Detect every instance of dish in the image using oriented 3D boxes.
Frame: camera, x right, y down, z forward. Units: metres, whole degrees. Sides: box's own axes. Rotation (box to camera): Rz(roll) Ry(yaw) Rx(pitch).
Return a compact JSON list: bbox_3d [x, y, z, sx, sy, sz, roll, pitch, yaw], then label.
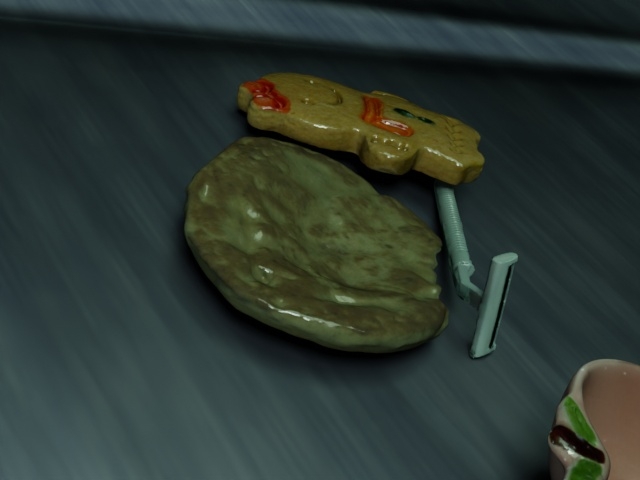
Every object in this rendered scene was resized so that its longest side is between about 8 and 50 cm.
[{"bbox_3d":[0.203,0.179,0.575,0.213,0.090,0.213,18,36,-14],"label":"dish"}]

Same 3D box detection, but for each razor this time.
[{"bbox_3d":[0.112,-0.001,0.785,0.036,0.084,0.211,4,29,-8],"label":"razor"}]

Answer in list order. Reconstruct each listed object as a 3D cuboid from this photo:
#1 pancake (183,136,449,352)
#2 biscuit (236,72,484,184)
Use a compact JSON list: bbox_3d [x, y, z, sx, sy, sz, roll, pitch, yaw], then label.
[{"bbox_3d":[-0.001,0.001,0.725,0.222,0.042,0.236,8,36,-26],"label":"pancake"},{"bbox_3d":[0.038,-0.110,0.872,0.226,0.036,0.166,17,27,-1],"label":"biscuit"}]
